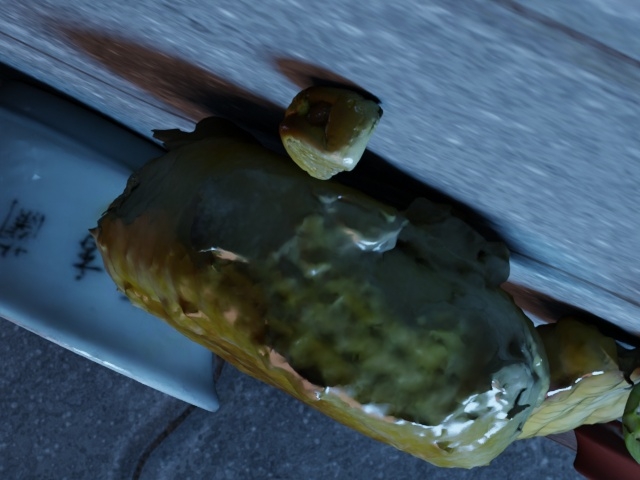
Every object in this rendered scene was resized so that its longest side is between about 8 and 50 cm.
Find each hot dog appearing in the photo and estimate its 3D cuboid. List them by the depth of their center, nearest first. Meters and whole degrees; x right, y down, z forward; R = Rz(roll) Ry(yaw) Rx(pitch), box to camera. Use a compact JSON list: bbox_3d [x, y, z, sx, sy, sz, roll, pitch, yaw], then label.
[{"bbox_3d":[0.000,-0.047,0.781,0.034,0.030,0.090,28,175,-7],"label":"hot dog"}]

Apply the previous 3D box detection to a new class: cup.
[{"bbox_3d":[-0.201,-0.014,1.447,0.347,0.163,0.347,26,175,3],"label":"cup"}]

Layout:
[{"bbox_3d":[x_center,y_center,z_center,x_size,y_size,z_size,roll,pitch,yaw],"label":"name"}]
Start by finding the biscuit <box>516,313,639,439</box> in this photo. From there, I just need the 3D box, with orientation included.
[{"bbox_3d":[0.151,0.085,1.181,0.118,0.061,0.183,-17,165,10],"label":"biscuit"}]

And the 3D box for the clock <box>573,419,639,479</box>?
[{"bbox_3d":[0.335,0.201,1.406,0.318,0.080,0.318,26,180,0],"label":"clock"}]

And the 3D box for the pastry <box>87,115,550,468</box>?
[{"bbox_3d":[0.006,0.027,1.001,0.257,0.121,0.236,29,174,-6],"label":"pastry"}]

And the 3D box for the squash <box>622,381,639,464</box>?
[{"bbox_3d":[0.248,0.131,1.150,0.069,0.069,0.239,23,176,40],"label":"squash"}]
